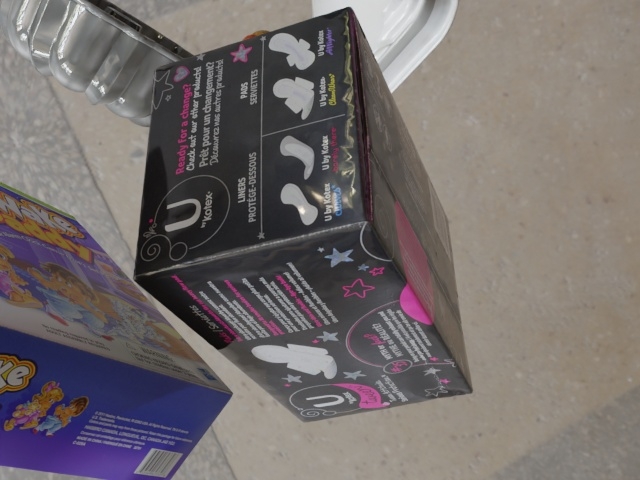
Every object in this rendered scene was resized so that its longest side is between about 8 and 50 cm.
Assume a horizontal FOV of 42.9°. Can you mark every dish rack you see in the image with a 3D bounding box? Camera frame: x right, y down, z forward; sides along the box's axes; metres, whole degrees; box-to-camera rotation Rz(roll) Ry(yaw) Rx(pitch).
[{"bbox_3d":[0.064,-0.342,1.119,0.072,0.285,0.333,15,54,-28],"label":"dish rack"}]

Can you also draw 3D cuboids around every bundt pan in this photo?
[{"bbox_3d":[-0.314,-0.273,1.181,0.330,0.331,0.124,30,99,-21],"label":"bundt pan"}]

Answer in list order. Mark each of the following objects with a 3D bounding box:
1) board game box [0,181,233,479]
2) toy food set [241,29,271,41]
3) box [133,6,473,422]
[{"bbox_3d":[-0.234,0.013,0.444,0.078,0.233,0.347,-53,144,3],"label":"board game box"},{"bbox_3d":[0.002,-0.103,0.809,0.111,0.104,0.233,-14,97,14],"label":"toy food set"},{"bbox_3d":[0.000,0.000,0.551,0.142,0.164,0.247,-13,146,16],"label":"box"}]
